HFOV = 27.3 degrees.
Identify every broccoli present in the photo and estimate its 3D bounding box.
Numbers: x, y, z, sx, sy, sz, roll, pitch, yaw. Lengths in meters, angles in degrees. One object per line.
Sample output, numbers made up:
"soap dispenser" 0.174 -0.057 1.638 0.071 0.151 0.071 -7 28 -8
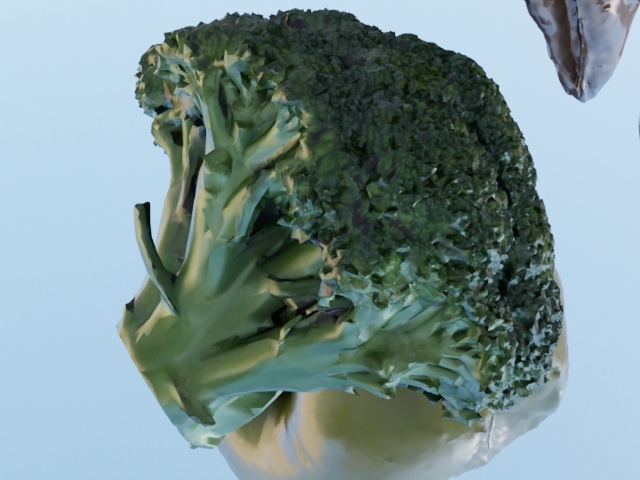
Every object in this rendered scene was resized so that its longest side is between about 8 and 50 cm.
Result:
"broccoli" 0.000 0.000 0.688 0.241 0.261 0.269 -37 -119 0

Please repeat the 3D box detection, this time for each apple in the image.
"apple" 0.041 0.083 0.967 0.279 0.279 0.279 -2 -149 1

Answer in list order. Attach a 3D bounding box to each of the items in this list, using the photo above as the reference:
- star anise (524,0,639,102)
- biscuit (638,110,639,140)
"star anise" 0.161 -0.247 0.755 0.109 0.292 0.350 -28 -101 -42
"biscuit" 0.178 -0.037 0.457 0.030 0.153 0.234 31 -171 -22
